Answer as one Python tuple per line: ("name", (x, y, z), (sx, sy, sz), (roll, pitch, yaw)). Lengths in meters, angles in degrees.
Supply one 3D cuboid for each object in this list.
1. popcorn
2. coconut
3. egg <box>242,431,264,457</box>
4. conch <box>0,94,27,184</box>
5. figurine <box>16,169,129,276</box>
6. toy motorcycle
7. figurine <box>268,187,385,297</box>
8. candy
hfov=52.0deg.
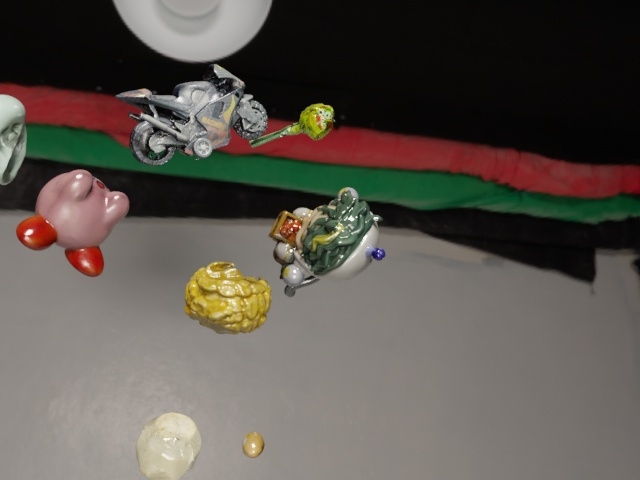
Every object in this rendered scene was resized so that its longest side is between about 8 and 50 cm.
("popcorn", (-0.268, 0.164, 1.844), (0.250, 0.190, 0.250), (7, -21, 3))
("coconut", (-0.386, 0.531, 1.658), (0.161, 0.162, 0.161), (18, 19, -6))
("egg", (-0.211, 0.642, 2.050), (0.071, 0.071, 0.083), (0, 19, 2))
("conch", (-0.802, -0.253, 1.640), (0.121, 0.221, 0.185), (14, 6, 20))
("figurine", (-0.712, -0.074, 1.881), (0.269, 0.261, 0.211), (33, -5, -42))
("toy motorcycle", (-0.250, -0.259, 1.328), (0.307, 0.173, 0.108), (-20, 22, -28))
("figurine", (0.000, -0.004, 1.482), (0.186, 0.261, 0.382), (25, -13, -23))
("candy", (-0.071, -0.249, 1.493), (0.262, 0.077, 0.073), (-11, -62, 43))
